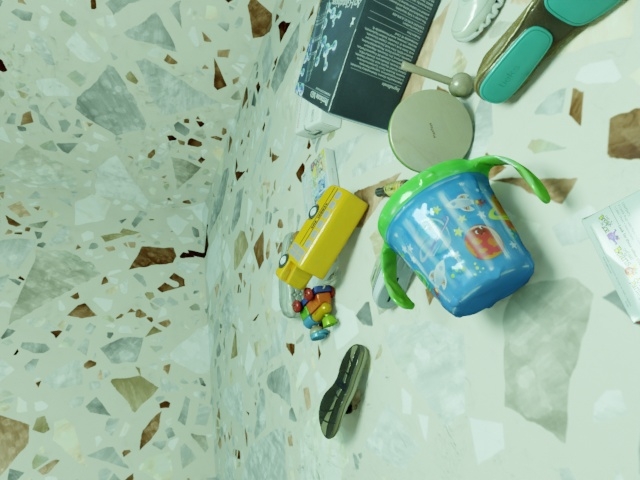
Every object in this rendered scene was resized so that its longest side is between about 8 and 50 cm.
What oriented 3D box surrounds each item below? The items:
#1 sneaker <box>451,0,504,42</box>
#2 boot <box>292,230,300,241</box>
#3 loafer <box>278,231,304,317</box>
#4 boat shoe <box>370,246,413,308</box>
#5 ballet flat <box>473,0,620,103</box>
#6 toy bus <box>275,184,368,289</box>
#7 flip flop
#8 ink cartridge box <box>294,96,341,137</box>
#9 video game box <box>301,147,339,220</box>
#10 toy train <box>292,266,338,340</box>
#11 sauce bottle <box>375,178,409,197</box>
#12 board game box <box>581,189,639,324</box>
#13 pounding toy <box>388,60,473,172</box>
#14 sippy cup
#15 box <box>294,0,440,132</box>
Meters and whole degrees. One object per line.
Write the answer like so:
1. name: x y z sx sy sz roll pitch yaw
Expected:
1. sneaker: 0.340 -0.574 0.834 0.110 0.118 0.292 55 132 50
2. boot: -0.021 -0.031 1.419 0.197 0.073 0.152 40 120 44
3. loafer: -0.115 0.129 1.504 0.111 0.112 0.319 -16 69 51
4. boat shoe: 0.187 0.029 0.974 0.094 0.109 0.302 -117 41 -50
5. ballet flat: 0.404 -0.397 0.701 0.342 0.116 0.124 128 159 -49
6. toy bus: 0.000 0.000 1.224 0.333 0.108 0.130 -59 32 2
7. flip flop: 0.076 0.424 1.118 0.277 0.080 0.112 -66 23 -3
8. ink cartridge box: -0.007 -0.479 1.484 0.218 0.092 0.158 6 88 60
9. video game box: -0.003 -0.197 1.449 0.187 0.048 0.205 -44 46 52
10. toy train: 0.014 0.208 1.264 0.248 0.105 0.143 -51 51 44
11. sauce bottle: 0.192 -0.135 1.072 0.128 0.042 0.042 -5 79 60
12. board game box: 0.469 -0.021 0.415 0.275 0.142 0.144 -45 45 49
13. pounding toy: 0.241 -0.263 0.919 0.110 0.183 0.237 -166 84 -88
14. sippy cup: 0.257 0.009 0.744 0.305 0.240 0.224 95 154 -55
15. box: 0.117 -0.560 1.147 0.293 0.212 0.395 52 129 53
